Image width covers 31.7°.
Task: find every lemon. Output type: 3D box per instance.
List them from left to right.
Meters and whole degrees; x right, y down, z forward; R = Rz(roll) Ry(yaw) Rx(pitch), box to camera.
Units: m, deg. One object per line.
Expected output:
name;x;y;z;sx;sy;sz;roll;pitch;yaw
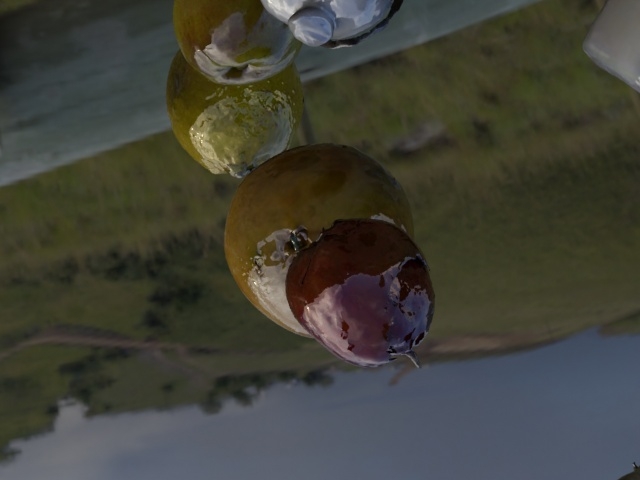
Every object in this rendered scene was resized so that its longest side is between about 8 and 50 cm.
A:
lemon;-0.154;-0.254;2.038;0.253;0.311;0.253;-6;151;-3

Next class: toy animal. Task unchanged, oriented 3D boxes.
toy animal;0.014;-0.364;1.306;0.208;0.325;0.154;-25;135;11

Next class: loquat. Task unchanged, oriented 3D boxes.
loquat;0.000;0.000;1.516;0.263;0.263;0.263;-14;159;-5

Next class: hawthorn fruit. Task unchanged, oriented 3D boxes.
hawthorn fruit;0.048;0.060;1.114;0.148;0.172;0.148;-30;-179;1

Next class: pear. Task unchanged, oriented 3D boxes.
pear;-0.111;-0.309;1.553;0.199;0.200;0.200;-14;159;-5

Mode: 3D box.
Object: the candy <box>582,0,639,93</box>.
candy;0.540;-0.352;1.524;0.208;0.145;0.359;20;109;-32

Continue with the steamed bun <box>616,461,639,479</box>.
steamed bun;0.534;0.465;1.547;0.367;0.342;0.255;-19;139;-47
